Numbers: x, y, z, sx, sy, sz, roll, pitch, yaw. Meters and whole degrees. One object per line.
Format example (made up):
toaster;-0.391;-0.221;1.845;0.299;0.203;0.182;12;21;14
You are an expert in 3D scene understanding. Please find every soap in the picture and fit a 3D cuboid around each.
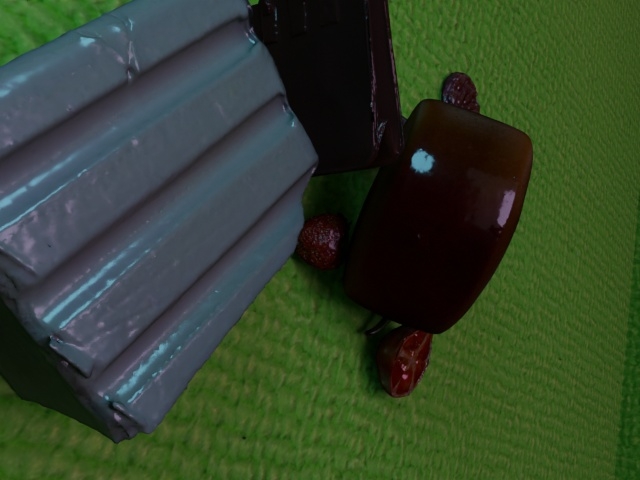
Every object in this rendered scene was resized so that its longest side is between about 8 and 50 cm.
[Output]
soap;-0.214;-0.063;0.741;0.435;0.213;0.350;-50;122;-37

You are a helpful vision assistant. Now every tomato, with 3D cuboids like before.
tomato;0.149;0.221;1.249;0.156;0.069;0.155;-27;127;-44

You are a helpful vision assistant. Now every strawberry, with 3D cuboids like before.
strawberry;0.000;0.001;1.080;0.106;0.106;0.106;3;87;-49

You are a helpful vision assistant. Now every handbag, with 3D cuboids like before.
handbag;-0.008;-0.229;0.948;0.084;0.260;0.275;-9;94;-46

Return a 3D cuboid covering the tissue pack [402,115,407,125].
tissue pack;0.118;-0.187;1.203;0.148;0.109;0.060;20;71;-48

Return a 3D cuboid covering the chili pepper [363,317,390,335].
chili pepper;0.166;0.020;1.283;0.137;0.092;0.368;16;70;-20

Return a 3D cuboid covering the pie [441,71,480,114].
pie;0.322;-0.308;1.497;0.155;0.036;0.154;1;89;-49

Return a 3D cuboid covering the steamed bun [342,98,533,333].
steamed bun;0.183;-0.025;1.067;0.248;0.235;0.379;-63;176;-70
